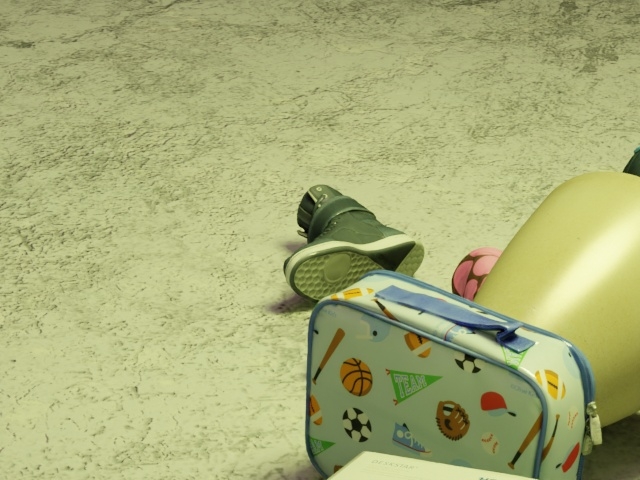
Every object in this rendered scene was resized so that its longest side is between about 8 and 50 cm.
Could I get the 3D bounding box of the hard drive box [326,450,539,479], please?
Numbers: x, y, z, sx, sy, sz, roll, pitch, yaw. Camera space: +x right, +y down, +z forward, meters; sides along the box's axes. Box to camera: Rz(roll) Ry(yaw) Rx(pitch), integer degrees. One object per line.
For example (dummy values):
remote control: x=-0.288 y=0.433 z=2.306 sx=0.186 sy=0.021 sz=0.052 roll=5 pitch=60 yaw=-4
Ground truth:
hard drive box: x=0.061 y=0.268 z=1.506 sx=0.181 sy=0.089 sz=0.232 roll=6 pitch=19 yaw=30

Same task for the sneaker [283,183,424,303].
sneaker: x=0.000 y=0.002 z=2.280 sx=0.226 sy=0.086 sz=0.163 roll=-7 pitch=35 yaw=-47

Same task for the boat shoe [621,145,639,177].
boat shoe: x=0.439 y=-0.002 z=2.034 sx=0.109 sy=0.089 sz=0.258 roll=7 pitch=36 yaw=-47

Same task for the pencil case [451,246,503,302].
pencil case: x=0.198 y=0.093 z=2.125 sx=0.095 sy=0.098 sz=0.209 roll=47 pitch=17 yaw=-16

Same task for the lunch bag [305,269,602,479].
lunch bag: x=0.125 y=0.164 z=1.749 sx=0.303 sy=0.243 sz=0.115 roll=20 pitch=28 yaw=33

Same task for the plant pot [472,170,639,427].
plant pot: x=0.257 y=0.100 z=1.880 sx=0.256 sy=0.256 sz=0.274 roll=20 pitch=38 yaw=32
